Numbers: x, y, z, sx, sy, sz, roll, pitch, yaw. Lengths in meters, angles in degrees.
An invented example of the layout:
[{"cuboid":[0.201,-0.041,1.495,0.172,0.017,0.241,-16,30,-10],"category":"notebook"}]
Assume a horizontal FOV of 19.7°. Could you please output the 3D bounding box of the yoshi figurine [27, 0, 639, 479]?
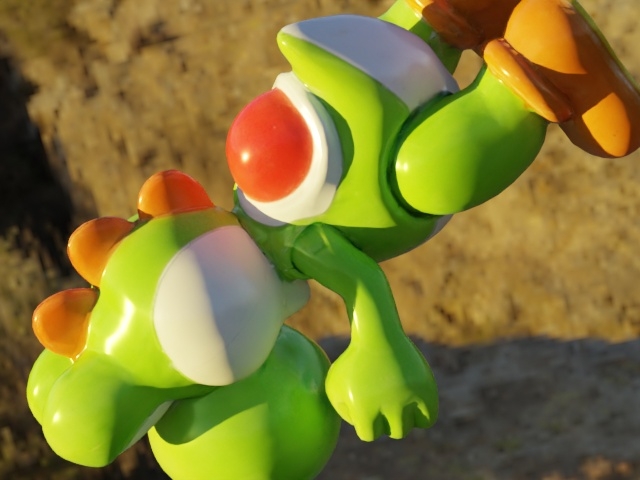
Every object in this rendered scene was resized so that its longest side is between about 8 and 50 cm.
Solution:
[{"cuboid":[0.010,0.012,1.021,0.362,0.203,0.203,-41,-5,0],"category":"yoshi figurine"}]
